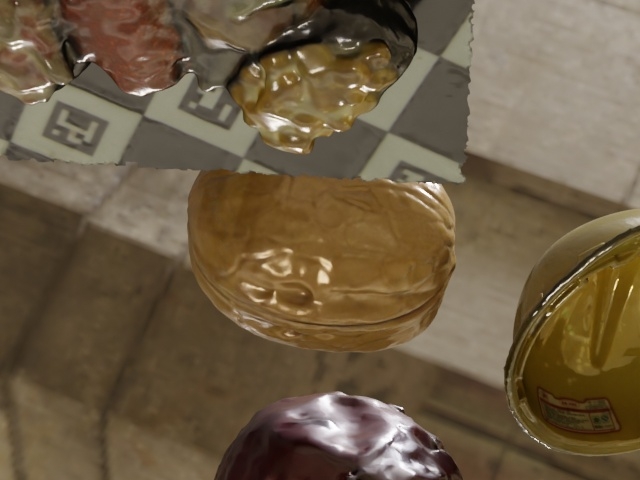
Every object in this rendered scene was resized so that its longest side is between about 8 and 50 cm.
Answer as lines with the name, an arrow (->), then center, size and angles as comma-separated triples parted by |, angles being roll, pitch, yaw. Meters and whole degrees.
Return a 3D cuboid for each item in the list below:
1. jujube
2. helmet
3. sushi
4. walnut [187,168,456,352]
jujube -> 0.020, 0.306, 1.252 | 0.258, 0.258, 0.377 | -26, 123, -66
helmet -> 0.251, 0.048, 1.353 | 0.140, 0.205, 0.257 | -101, -146, -53
sushi -> -0.085, -0.102, 0.639 | 0.264, 0.290, 0.050 | 88, 11, -47
walnut -> 0.000, 0.000, 1.172 | 0.165, 0.197, 0.165 | -170, -90, -83
